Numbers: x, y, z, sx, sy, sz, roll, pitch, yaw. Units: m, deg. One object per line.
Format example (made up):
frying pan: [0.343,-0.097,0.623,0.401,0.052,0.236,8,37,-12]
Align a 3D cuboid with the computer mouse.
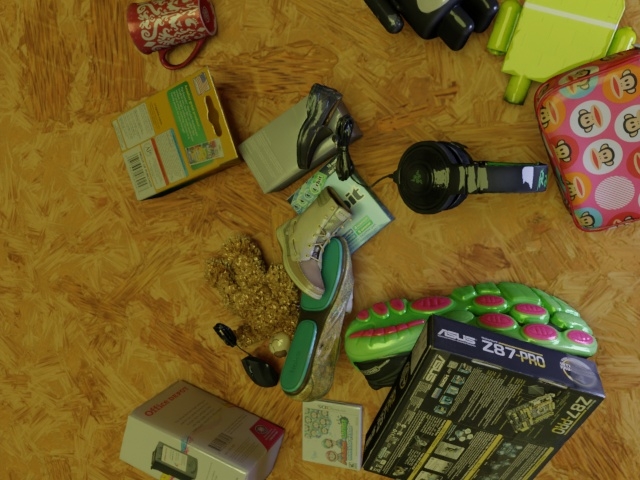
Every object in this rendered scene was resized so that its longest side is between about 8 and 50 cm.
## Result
computer mouse: [-0.172,0.269,1.337,0.071,0.041,0.242,1,139,42]

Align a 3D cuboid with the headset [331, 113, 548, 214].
headset: [0.216,-0.149,1.102,0.393,0.243,0.185,2,99,19]

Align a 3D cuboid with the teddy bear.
teddy bear: [-0.139,0.146,1.339,0.245,0.113,0.338,-27,89,22]

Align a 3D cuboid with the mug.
mug: [-0.320,-0.477,1.321,0.169,0.150,0.113,-7,60,15]

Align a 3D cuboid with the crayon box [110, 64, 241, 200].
crayon box: [-0.310,-0.232,1.321,0.322,0.083,0.203,-16,93,33]

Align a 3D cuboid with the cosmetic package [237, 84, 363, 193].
cosmetic package: [-0.043,-0.212,1.257,0.237,0.107,0.127,-29,88,17]

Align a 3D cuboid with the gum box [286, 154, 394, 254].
gum box: [0.042,-0.068,1.281,0.157,0.041,0.184,-40,84,20]

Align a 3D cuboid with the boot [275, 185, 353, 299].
boot: [0.000,0.000,1.202,0.165,0.077,0.213,-41,44,18]

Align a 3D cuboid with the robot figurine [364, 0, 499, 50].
robot figurine: [0.204,-0.492,1.095,0.278,0.209,0.173,51,139,4]

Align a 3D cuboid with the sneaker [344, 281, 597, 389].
sneaker: [0.296,0.214,1.196,0.482,0.185,0.202,-6,123,17]

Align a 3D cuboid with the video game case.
video game case: [0.026,0.452,1.379,0.143,0.019,0.157,4,100,18]

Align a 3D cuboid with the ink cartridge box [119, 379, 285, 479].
ink cartridge box: [-0.269,0.473,1.373,0.306,0.226,0.131,19,103,16]

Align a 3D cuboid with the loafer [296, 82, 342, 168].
loafer: [-0.005,-0.219,1.159,0.061,0.062,0.170,16,105,8]

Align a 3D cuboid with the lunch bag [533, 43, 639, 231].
lunch bag: [0.534,-0.179,1.030,0.258,0.120,0.293,-18,108,21]

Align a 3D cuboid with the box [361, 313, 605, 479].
box: [0.286,0.343,1.121,0.318,0.097,0.395,17,126,0]

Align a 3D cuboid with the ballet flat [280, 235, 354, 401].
ballet flat: [0.011,0.167,1.239,0.123,0.123,0.349,11,75,17]

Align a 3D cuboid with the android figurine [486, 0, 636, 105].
android figurine: [0.440,-0.374,1.078,0.248,0.056,0.273,18,112,13]
